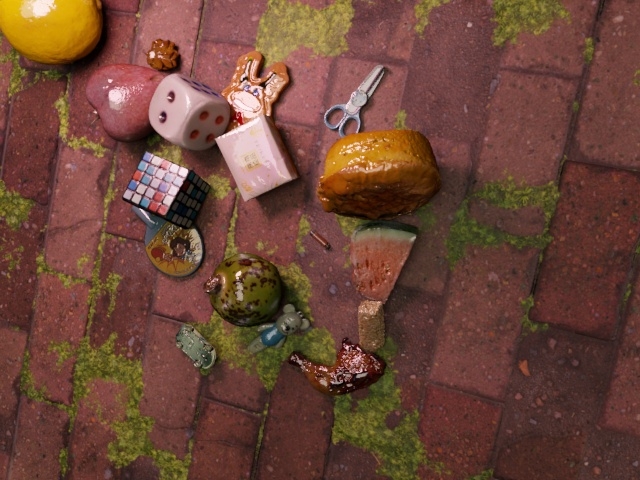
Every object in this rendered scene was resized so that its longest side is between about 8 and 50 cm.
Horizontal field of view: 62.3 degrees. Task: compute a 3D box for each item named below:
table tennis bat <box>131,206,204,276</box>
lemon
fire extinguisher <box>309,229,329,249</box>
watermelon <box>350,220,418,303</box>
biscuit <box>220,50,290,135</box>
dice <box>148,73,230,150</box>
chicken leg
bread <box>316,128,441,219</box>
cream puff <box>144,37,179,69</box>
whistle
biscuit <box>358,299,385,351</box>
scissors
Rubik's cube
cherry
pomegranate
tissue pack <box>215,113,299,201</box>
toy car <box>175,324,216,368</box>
[{"bbox_3d":[-0.549,-0.013,1.883,0.329,0.044,0.215,45,102,7],"label":"table tennis bat"},{"bbox_3d":[-0.918,-0.768,1.809,0.348,0.348,0.348,1,92,15],"label":"lemon"},{"bbox_3d":[0.000,0.000,1.749,0.083,0.022,0.028,42,139,9],"label":"fire extinguisher"},{"bbox_3d":[0.187,0.065,1.660,0.193,0.140,0.256,11,104,9],"label":"watermelon"},{"bbox_3d":[-0.244,-0.467,1.783,0.202,0.047,0.334,32,100,11],"label":"biscuit"},{"bbox_3d":[-0.428,-0.417,1.736,0.194,0.193,0.192,44,114,27],"label":"dice"},{"bbox_3d":[0.052,0.417,1.727,0.323,0.083,0.177,-17,79,13],"label":"chicken leg"},{"bbox_3d":[0.168,-0.188,1.562,0.358,0.337,0.204,-9,66,13],"label":"bread"},{"bbox_3d":[-0.549,-0.640,1.832,0.116,0.094,0.122,-32,88,16],"label":"cream puff"},{"bbox_3d":[-0.150,0.308,1.772,0.236,0.077,0.114,-37,107,15],"label":"whistle"},{"bbox_3d":[0.161,0.270,1.670,0.082,0.070,0.168,7,120,19],"label":"biscuit"},{"bbox_3d":[0.123,-0.450,1.696,0.125,0.030,0.256,39,103,9],"label":"scissors"},{"bbox_3d":[-0.513,-0.164,1.775,0.182,0.184,0.187,24,83,13],"label":"Rubik's cube"},{"bbox_3d":[-0.651,-0.477,1.804,0.307,0.221,0.261,-30,91,2],"label":"cherry"},{"bbox_3d":[-0.249,0.157,1.699,0.254,0.270,0.254,-14,68,40],"label":"pomegranate"},{"bbox_3d":[-0.201,-0.268,1.723,0.185,0.124,0.225,-23,97,15],"label":"tissue pack"},{"bbox_3d":[-0.433,0.373,1.855,0.186,0.058,0.093,37,101,23],"label":"toy car"}]
